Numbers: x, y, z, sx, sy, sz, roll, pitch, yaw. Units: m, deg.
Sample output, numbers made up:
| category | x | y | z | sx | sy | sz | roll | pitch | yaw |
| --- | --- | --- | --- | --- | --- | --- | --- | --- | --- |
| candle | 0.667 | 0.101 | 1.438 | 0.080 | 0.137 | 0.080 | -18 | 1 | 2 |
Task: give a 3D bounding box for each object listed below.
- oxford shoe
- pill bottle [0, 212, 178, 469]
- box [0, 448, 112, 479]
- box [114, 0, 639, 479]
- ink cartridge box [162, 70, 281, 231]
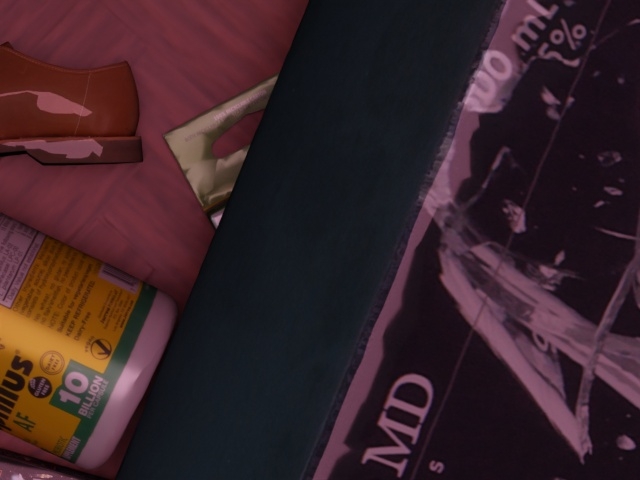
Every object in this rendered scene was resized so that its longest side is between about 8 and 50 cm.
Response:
| category | x | y | z | sx | sy | sz | roll | pitch | yaw |
| --- | --- | --- | --- | --- | --- | --- | --- | --- | --- |
| oxford shoe | -0.214 | -0.082 | 1.126 | 0.212 | 0.076 | 0.076 | -2 | 93 | -17 |
| pill bottle | -0.201 | 0.043 | 1.107 | 0.208 | 0.117 | 0.117 | 27 | 89 | -7 |
| box | -0.203 | 0.177 | 1.156 | 0.137 | 0.027 | 0.094 | 18 | 91 | -7 |
| box | 0.193 | 0.066 | 1.020 | 0.472 | 0.297 | 0.480 | 22 | 89 | -18 |
| ink cartridge box | 0.000 | 0.000 | 1.156 | 0.109 | 0.062 | 0.209 | -29 | 95 | -5 |
